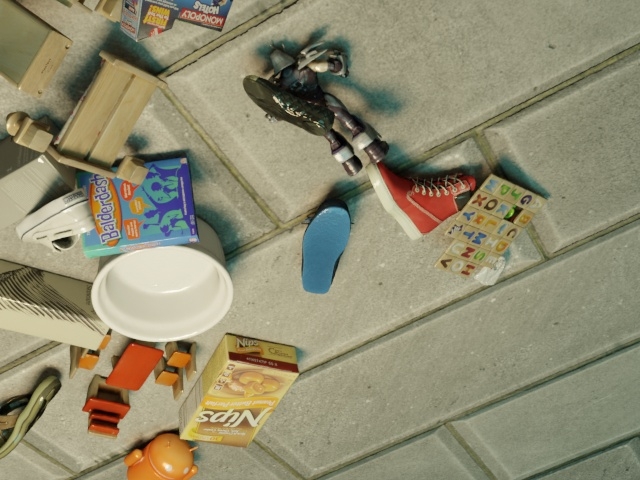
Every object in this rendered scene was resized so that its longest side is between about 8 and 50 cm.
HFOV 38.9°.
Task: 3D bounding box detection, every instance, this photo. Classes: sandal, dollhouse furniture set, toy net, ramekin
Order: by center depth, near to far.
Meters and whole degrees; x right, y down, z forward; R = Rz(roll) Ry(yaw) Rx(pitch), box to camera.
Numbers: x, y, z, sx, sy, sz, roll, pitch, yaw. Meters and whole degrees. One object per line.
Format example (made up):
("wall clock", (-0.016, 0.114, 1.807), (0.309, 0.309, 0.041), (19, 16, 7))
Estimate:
("dollhouse furniture set", (-0.392, -0.294, 1.530), (0.303, 0.174, 0.355), (-57, 152, 7))
("ramekin", (-0.318, 0.067, 1.831), (0.277, 0.135, 0.277), (-5, 134, -5))
("toy net", (0.373, 0.005, 1.979), (0.122, 0.045, 0.232), (-26, 138, -8))
("dollhouse furniture set", (-0.442, 0.318, 2.046), (0.262, 0.135, 0.259), (18, 127, -26))
("sandal", (-0.700, 0.399, 2.110), (0.086, 0.120, 0.303), (37, 119, -5))

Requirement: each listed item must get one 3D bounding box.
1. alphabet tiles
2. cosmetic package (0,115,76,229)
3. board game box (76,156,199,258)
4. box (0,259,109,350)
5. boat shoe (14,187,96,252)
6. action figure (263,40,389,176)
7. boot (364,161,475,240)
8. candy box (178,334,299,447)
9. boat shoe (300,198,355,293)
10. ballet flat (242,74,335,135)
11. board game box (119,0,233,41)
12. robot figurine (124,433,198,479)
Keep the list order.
("alphabet tiles", (0.344, -0.021, 1.896), (0.198, 0.009, 0.237), (17, 118, -41))
("cosmetic package", (-0.560, -0.106, 1.625), (0.238, 0.127, 0.107), (-25, 134, 10))
("board game box", (-0.340, -0.062, 1.687), (0.210, 0.160, 0.047), (-9, 164, -3))
("box", (-0.573, 0.131, 1.860), (0.275, 0.113, 0.094), (17, 127, -27))
("boat shoe", (-0.476, -0.019, 1.627), (0.095, 0.084, 0.258), (-30, -175, -32))
("action figure", (-0.003, -0.242, 1.628), (0.185, 0.099, 0.285), (-30, 117, 26))
("boot", (0.207, -0.112, 1.803), (0.176, 0.088, 0.244), (-30, 140, 16))
("candy box", (-0.201, 0.368, 2.176), (0.183, 0.087, 0.316), (14, 129, -23))
("boat shoe", (0.000, 0.000, 1.870), (0.109, 0.089, 0.258), (15, 135, -7))
("ballet flat", (-0.056, -0.237, 1.564), (0.173, 0.049, 0.057), (29, 146, -7))
("board game box", (-0.226, -0.398, 1.404), (0.194, 0.060, 0.194), (5, 117, -46))
("robot figurine", (-0.409, 0.576, 2.306), (0.158, 0.128, 0.219), (45, 119, 2))
